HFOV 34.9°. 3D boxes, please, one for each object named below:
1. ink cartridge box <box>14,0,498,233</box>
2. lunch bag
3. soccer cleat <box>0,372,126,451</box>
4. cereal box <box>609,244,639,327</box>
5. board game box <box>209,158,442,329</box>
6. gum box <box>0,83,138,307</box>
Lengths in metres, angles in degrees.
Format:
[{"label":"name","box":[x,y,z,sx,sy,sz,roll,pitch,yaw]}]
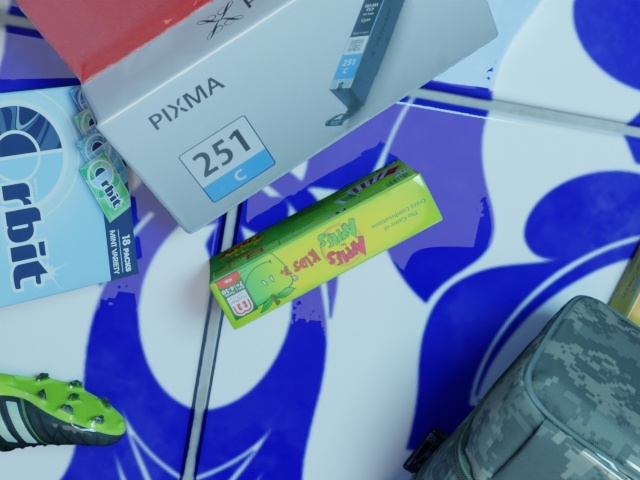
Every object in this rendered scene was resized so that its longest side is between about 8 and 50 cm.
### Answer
[{"label":"ink cartridge box","box":[-0.043,-0.173,0.729,0.296,0.066,0.261,-33,136,1]},{"label":"lunch bag","box":[0.221,0.231,0.796,0.305,0.212,0.256,37,120,9]},{"label":"soccer cleat","box":[-0.251,0.147,0.842,0.179,0.060,0.072,15,109,-3]},{"label":"cereal box","box":[0.379,0.073,0.896,0.240,0.047,0.173,23,100,-11]},{"label":"board game box","box":[0.000,0.000,0.817,0.181,0.092,0.043,-28,103,0]},{"label":"gum box","box":[-0.232,-0.033,0.762,0.184,0.041,0.156,-15,105,-39]}]
